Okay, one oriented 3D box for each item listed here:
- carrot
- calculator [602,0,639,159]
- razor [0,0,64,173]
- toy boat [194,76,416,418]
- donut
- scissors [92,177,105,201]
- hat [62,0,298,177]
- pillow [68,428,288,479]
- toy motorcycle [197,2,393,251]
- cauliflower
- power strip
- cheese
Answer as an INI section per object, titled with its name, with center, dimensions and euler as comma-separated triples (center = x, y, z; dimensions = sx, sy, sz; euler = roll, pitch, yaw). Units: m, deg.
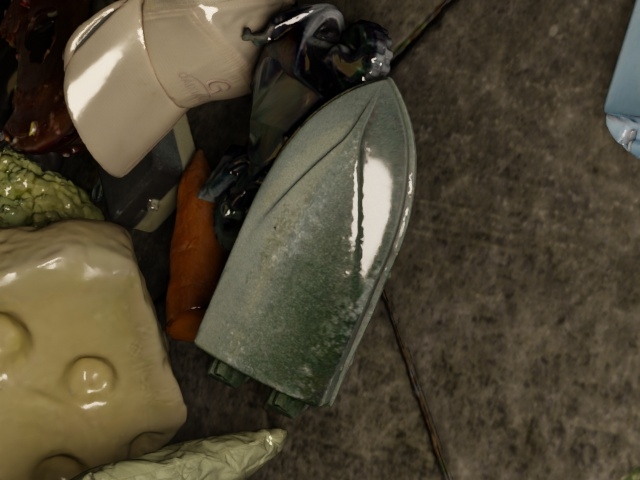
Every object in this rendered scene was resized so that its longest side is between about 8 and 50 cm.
[carrot]
center = -0.123, -0.003, 1.705
dimensions = 0.072, 0.072, 0.205
euler = -28, 55, 42
[calculator]
center = 0.285, -0.159, 1.291
dimensions = 0.121, 0.039, 0.210
euler = 16, 90, 50
[razor]
center = -0.392, -0.183, 2.048
dimensions = 0.349, 0.113, 0.204
euler = 44, 115, 52
[toy boat]
center = 0.000, 0.000, 1.520
dimensions = 0.141, 0.092, 0.320
euler = 26, 104, 12
[donut]
center = -0.256, -0.202, 1.802
dimensions = 0.216, 0.096, 0.230
euler = -42, 49, 32
[scissors]
center = -0.245, -0.085, 1.928
dimensions = 0.036, 0.006, 0.083
euler = -5, 74, 51
[hat]
center = -0.130, -0.164, 1.644
dimensions = 0.164, 0.219, 0.226
euler = 13, 70, 25
[pillow]
center = -0.198, 0.261, 1.550
dimensions = 0.281, 0.274, 0.076
euler = -42, 71, 34
[toy motorcycle]
center = -0.033, -0.119, 1.606
dimensions = 0.270, 0.106, 0.159
euler = -51, 45, 26
[cauliflower]
center = -0.340, 0.061, 1.797
dimensions = 0.281, 0.260, 0.327
euler = -42, 52, -11
[power strip]
center = -0.199, -0.129, 1.840
dimensions = 0.105, 0.070, 0.257
euler = -45, 45, 34
[cheese]
center = -0.274, 0.131, 1.635
dimensions = 0.326, 0.318, 0.115
euler = -53, 27, 11
